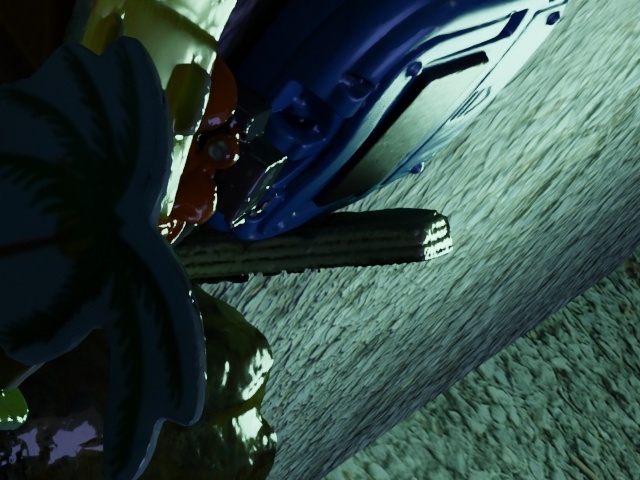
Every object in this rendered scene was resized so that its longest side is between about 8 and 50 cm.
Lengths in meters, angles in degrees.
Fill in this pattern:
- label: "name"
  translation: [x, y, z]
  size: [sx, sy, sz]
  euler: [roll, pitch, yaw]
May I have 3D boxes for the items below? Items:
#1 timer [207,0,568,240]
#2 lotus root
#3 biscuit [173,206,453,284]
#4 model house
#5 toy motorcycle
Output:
- label: "timer"
  translation: [0.048, -0.135, 1.369]
  size: [0.309, 0.115, 0.340]
  euler: [-22, 161, -46]
- label: "lotus root"
  translation: [-0.206, 0.153, 1.322]
  size: [0.250, 0.250, 0.346]
  euler: [-48, 160, 25]
- label: "biscuit"
  translation: [0.000, 0.000, 1.497]
  size: [0.252, 0.052, 0.150]
  euler: [-4, -173, 25]
- label: "model house"
  translation: [-0.120, -0.031, 0.777]
  size: [0.323, 0.340, 0.300]
  euler: [-40, 163, 10]
- label: "toy motorcycle"
  translation: [-0.118, -0.056, 1.082]
  size: [0.221, 0.148, 0.325]
  euler: [-53, 175, 22]
